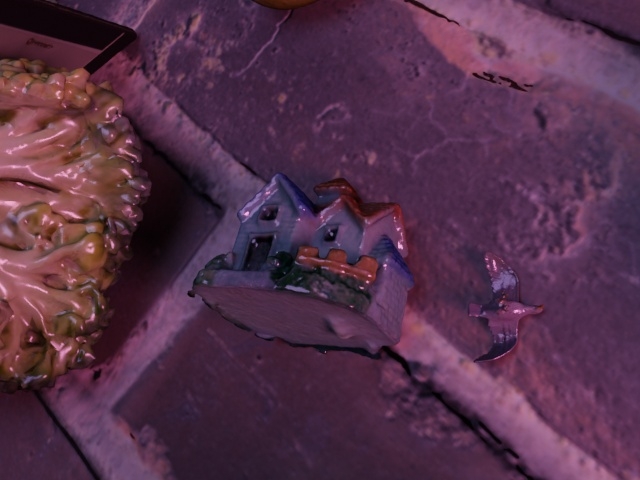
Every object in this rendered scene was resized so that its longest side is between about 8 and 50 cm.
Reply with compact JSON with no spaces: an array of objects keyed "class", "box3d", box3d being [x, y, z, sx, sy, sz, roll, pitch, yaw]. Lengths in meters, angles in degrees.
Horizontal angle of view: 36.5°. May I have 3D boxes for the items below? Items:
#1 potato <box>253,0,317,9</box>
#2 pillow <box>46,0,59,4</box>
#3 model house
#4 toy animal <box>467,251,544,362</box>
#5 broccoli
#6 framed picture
[{"class":"potato","box3d":[0.012,-0.310,0.884,0.251,0.113,0.149,-34,57,15]},{"class":"pillow","box3d":[-0.439,-0.200,1.168,0.302,0.075,0.185,-50,48,3]},{"class":"model house","box3d":[0.000,0.000,0.752,0.148,0.119,0.148,-3,59,34]},{"class":"toy animal","box3d":[0.132,0.047,0.684,0.050,0.028,0.084,-8,65,41]},{"class":"broccoli","box3d":[-0.317,-0.016,0.857,0.348,0.281,0.293,-43,49,23]},{"class":"framed picture","box3d":[-0.373,-0.127,0.986,0.347,0.265,0.016,-35,82,17]}]
